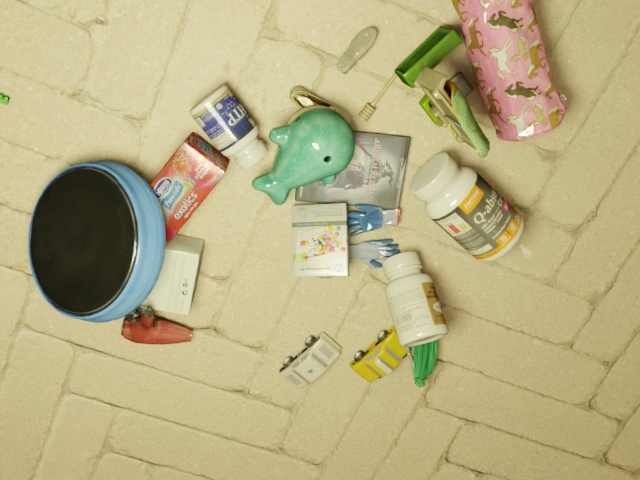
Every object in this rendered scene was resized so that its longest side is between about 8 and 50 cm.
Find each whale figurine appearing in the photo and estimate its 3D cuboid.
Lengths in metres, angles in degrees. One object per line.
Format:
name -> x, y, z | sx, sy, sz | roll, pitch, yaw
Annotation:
whale figurine -> -0.037, -0.187, 1.420 | 0.272, 0.141, 0.216 | -43, 127, 12

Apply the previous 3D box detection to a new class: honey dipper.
honey dipper -> 0.152, -0.361, 1.464 | 0.030, 0.030, 0.160 | 36, 103, -16

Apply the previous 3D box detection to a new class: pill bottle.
pill bottle -> 0.368, -0.085, 1.519 | 0.278, 0.162, 0.162 | 39, 105, -17
pill bottle -> -0.213, -0.267, 1.434 | 0.112, 0.112, 0.186 | -34, 111, 10
pill bottle -> 0.241, 0.153, 1.573 | 0.131, 0.131, 0.229 | -16, 71, 3

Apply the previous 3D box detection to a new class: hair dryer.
hair dryer -> -0.461, 0.228, 1.582 | 0.224, 0.080, 0.294 | -5, 159, 39

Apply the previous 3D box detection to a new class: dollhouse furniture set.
dollhouse furniture set -> 0.313, -0.336, 1.331 | 0.151, 0.301, 0.197 | -41, 114, 9

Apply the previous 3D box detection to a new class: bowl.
bowl -> -0.544, 0.001, 1.424 | 0.391, 0.077, 0.390 | -1, 87, 26

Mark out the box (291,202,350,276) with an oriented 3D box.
box -> 0.000, 0.000, 1.542 | 0.145, 0.038, 0.186 | -2, 89, 12

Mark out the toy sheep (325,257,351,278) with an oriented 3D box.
toy sheep -> 0.017, 0.059, 1.597 | 0.132, 0.091, 0.091 | -5, 114, 17

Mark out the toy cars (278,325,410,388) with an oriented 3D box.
toy cars -> 0.073, 0.350, 1.718 | 0.394, 0.087, 0.176 | -5, 112, -1

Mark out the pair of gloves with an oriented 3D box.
pair of gloves -> 0.134, -0.008, 1.598 | 0.160, 0.023, 0.198 | -3, 120, -1

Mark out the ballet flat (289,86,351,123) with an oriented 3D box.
ballet flat -> -0.001, -0.317, 1.458 | 0.168, 0.052, 0.057 | 24, 109, -13

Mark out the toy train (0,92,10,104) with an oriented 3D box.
toy train -> -0.778, -0.347, 1.417 | 0.083, 0.017, 0.023 | 24, 119, -13

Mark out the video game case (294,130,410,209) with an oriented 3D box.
video game case -> 0.080, -0.183, 1.534 | 0.275, 0.026, 0.196 | 5, 112, -5

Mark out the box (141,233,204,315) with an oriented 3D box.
box -> -0.410, 0.078, 1.559 | 0.182, 0.119, 0.180 | 11, 111, -9

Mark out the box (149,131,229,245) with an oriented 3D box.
box -> -0.350, -0.125, 1.474 | 0.123, 0.128, 0.257 | 38, 106, -15

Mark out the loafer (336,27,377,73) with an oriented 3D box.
loafer -> 0.088, -0.449, 1.423 | 0.125, 0.039, 0.045 | -47, 74, 11

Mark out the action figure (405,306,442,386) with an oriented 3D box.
action figure -> 0.287, 0.307, 1.699 | 0.137, 0.064, 0.232 | -6, 101, -37

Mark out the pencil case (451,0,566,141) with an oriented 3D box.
pencil case -> 0.439, -0.427, 1.386 | 0.167, 0.160, 0.386 | -37, 113, -25

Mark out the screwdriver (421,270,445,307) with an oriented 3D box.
screwdriver -> 0.306, 0.137, 1.682 | 0.025, 0.024, 0.170 | -43, 114, -18
